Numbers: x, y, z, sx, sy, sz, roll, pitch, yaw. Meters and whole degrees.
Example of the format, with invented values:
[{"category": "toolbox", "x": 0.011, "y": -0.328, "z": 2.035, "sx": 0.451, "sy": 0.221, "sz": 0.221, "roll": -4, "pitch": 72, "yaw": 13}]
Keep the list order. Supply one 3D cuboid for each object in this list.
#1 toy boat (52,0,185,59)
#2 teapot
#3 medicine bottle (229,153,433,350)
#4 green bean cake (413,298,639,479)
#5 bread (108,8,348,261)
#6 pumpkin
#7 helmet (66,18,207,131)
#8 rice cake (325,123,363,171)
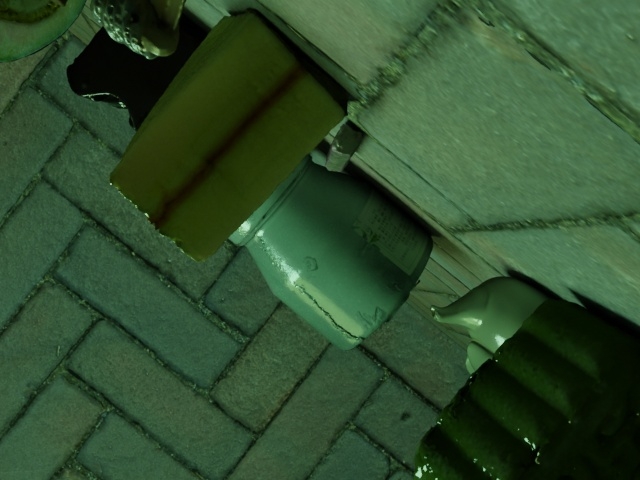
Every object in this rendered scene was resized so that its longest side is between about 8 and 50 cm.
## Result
[{"category": "toy boat", "x": -0.308, "y": -0.336, "z": 1.066, "sx": 0.445, "sy": 0.162, "sz": 0.136, "roll": 37, "pitch": 135, "yaw": 13}, {"category": "teapot", "x": 0.299, "y": 0.165, "z": 1.543, "sx": 0.220, "sy": 0.149, "sz": 0.318, "roll": 39, "pitch": 176, "yaw": 29}, {"category": "medicine bottle", "x": 0.000, "y": 0.000, "z": 1.723, "sx": 0.290, "sy": 0.245, "sz": 0.245, "roll": 39, "pitch": 177, "yaw": -10}, {"category": "green bean cake", "x": 0.320, "y": 0.283, "z": 1.314, "sx": 0.319, "sy": 0.335, "sz": 0.218, "roll": 36, "pitch": 180, "yaw": -33}, {"category": "bread", "x": -0.123, "y": -0.126, "z": 1.241, "sx": 0.167, "sy": 0.264, "sz": 0.163, "roll": 46, "pitch": 173, "yaw": -20}, {"category": "pumpkin", "x": -0.501, "y": -0.405, "z": 1.583, "sx": 0.293, "sy": 0.263, "sz": 0.197, "roll": 43, "pitch": 180, "yaw": -16}, {"category": "helmet", "x": -0.212, "y": -0.227, "z": 1.568, "sx": 0.305, "sy": 0.177, "sz": 0.225, "roll": 32, "pitch": -177, "yaw": -1}, {"category": "rice cake", "x": 0.029, "y": -0.124, "z": 1.449, "sx": 0.036, "sy": 0.047, "sz": 0.207, "roll": 33, "pitch": 178, "yaw": -2}]
